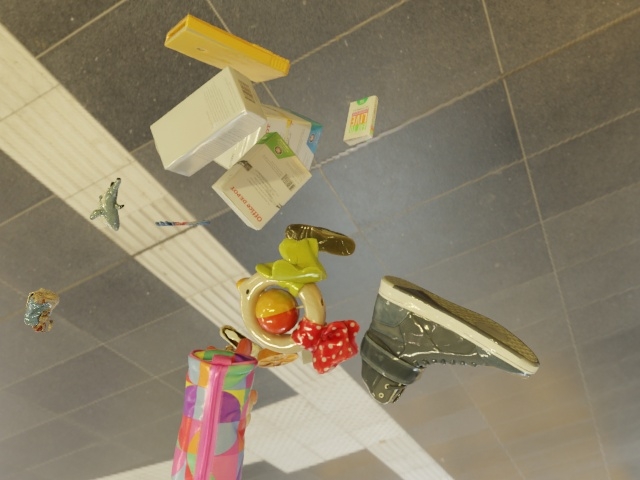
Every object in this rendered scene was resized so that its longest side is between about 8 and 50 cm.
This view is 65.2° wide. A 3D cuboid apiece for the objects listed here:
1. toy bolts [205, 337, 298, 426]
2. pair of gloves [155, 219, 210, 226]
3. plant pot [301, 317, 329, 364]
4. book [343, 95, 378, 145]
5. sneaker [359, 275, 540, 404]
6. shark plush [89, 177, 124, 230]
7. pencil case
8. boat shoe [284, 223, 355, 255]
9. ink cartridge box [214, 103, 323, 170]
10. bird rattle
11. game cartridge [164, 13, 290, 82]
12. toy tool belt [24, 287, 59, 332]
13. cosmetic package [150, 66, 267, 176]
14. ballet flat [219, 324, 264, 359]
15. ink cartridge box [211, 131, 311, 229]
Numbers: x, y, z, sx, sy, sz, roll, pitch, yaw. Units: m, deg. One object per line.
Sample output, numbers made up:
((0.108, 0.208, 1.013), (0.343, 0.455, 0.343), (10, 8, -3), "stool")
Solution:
((-0.152, 0.326, 1.128), (0.218, 0.158, 0.228), (-14, 153, 0), "toy bolts")
((-0.530, -0.068, 1.939), (0.198, 0.023, 0.159), (-2, -178, 25), "pair of gloves")
((-0.011, 0.318, 1.598), (0.096, 0.109, 0.109), (-3, 123, 4), "plant pot")
((0.130, -0.379, 1.578), (0.096, 0.144, 0.035), (-7, 155, 39), "book")
((0.156, 0.165, 0.671), (0.086, 0.226, 0.163), (4, 108, -58), "sneaker")
((-0.554, -0.103, 1.349), (0.067, 0.073, 0.161), (33, 110, 5), "shark plush")
((-0.142, 0.263, 0.656), (0.105, 0.236, 0.104), (5, 171, 1), "pencil case")
((0.001, -0.001, 1.563), (0.224, 0.073, 0.080), (13, 96, 6), "boat shoe")
((-0.171, -0.312, 1.567), (0.270, 0.197, 0.198), (-6, 122, -51), "ink cartridge box")
((-0.045, 0.126, 0.906), (0.207, 0.143, 0.253), (-14, 107, 25), "bird rattle")
((-0.279, -0.565, 1.505), (0.324, 0.285, 0.052), (13, 95, -30), "game cartridge")
((-0.495, 0.129, 0.876), (0.052, 0.051, 0.083), (18, 100, -7), "toy tool belt")
((-0.239, -0.246, 1.061), (0.231, 0.117, 0.085), (-29, 162, 22), "cosmetic package")
((-0.231, 0.309, 1.482), (0.168, 0.057, 0.052), (33, 162, 4), "ballet flat")
((-0.158, -0.160, 1.351), (0.219, 0.093, 0.160), (-47, 117, -14), "ink cartridge box")
